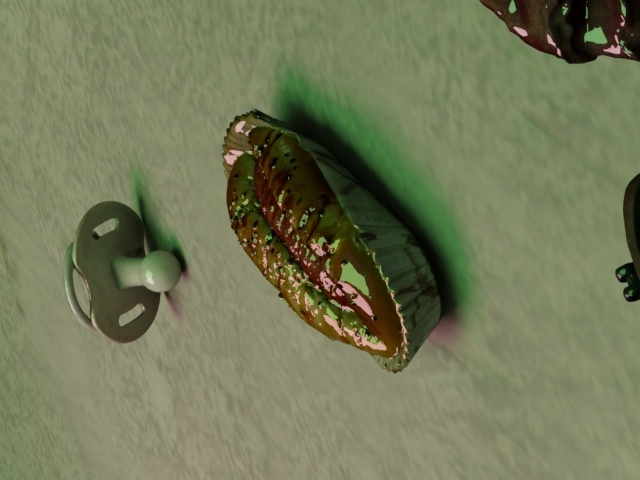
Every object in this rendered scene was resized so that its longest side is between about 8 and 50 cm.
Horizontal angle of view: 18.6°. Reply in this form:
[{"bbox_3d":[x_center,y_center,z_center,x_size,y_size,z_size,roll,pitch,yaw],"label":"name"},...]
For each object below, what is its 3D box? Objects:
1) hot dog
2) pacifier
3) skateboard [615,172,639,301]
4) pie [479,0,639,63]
[{"bbox_3d":[0.000,0.000,1.025,0.192,0.053,0.099,48,154,44],"label":"hot dog"},{"bbox_3d":[-0.129,0.024,1.322,0.078,0.081,0.099,-1,112,36],"label":"pacifier"},{"bbox_3d":[0.158,0.032,0.704,0.151,0.067,0.080,65,148,17],"label":"skateboard"},{"bbox_3d":[0.106,-0.155,0.601,0.219,0.054,0.204,7,111,51],"label":"pie"}]
